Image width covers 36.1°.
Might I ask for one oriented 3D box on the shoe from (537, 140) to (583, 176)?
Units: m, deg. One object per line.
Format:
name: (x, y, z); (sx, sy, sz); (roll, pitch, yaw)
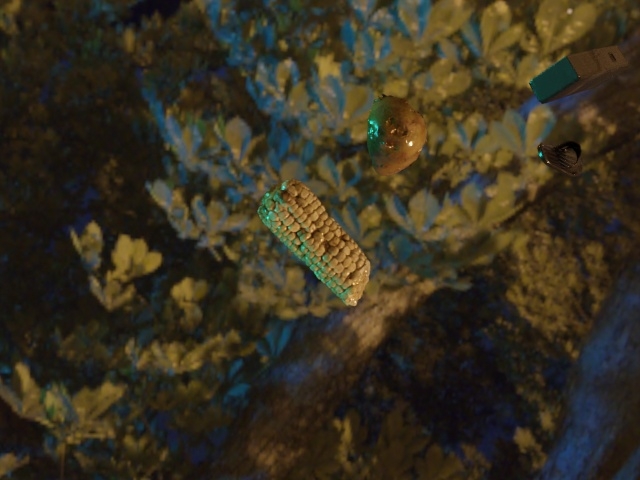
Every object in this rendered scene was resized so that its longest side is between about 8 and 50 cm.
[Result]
shoe: (0.472, -0.163, 1.877); (0.159, 0.053, 0.062); (7, -122, -47)

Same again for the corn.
corn: (0.000, 0.000, 1.416); (0.211, 0.087, 0.087); (45, -150, -3)

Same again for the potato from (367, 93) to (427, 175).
potato: (0.138, -0.174, 1.833); (0.100, 0.172, 0.089); (13, -141, 28)

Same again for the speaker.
speaker: (0.433, -0.277, 1.635); (0.218, 0.082, 0.044); (-21, -101, -51)
